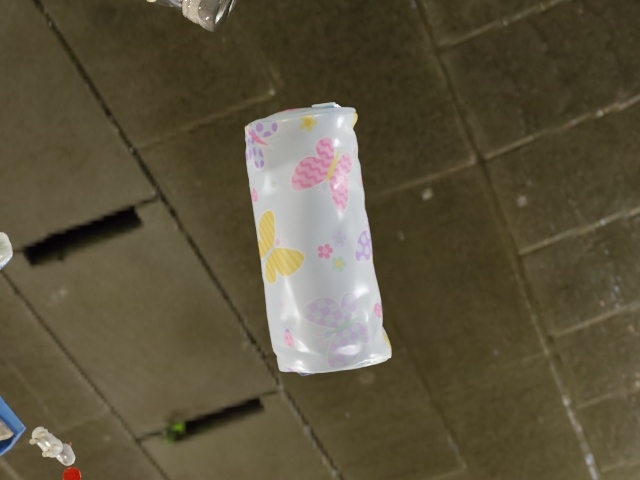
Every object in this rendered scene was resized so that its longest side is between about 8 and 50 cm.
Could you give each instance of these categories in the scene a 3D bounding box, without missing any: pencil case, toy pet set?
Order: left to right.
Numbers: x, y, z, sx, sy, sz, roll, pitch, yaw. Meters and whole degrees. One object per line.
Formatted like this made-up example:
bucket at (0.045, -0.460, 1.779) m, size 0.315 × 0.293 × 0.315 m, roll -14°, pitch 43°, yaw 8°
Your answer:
toy pet set at (-0.274, 0.199, 1.126) m, size 0.122 × 0.114 × 0.065 m, roll -41°, pitch 173°, yaw 0°
pencil case at (0.000, 0.000, 1.310) m, size 0.124 × 0.113 × 0.273 m, roll -12°, pitch 94°, yaw -35°

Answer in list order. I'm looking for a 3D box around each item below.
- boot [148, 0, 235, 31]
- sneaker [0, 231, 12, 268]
boot at (-0.206, -0.332, 1.355) m, size 0.284 × 0.377 × 0.138 m, roll 23°, pitch 106°, yaw -8°
sneaker at (-0.343, 0.005, 1.144) m, size 0.081 × 0.080 × 0.211 m, roll -25°, pitch 172°, yaw 7°
